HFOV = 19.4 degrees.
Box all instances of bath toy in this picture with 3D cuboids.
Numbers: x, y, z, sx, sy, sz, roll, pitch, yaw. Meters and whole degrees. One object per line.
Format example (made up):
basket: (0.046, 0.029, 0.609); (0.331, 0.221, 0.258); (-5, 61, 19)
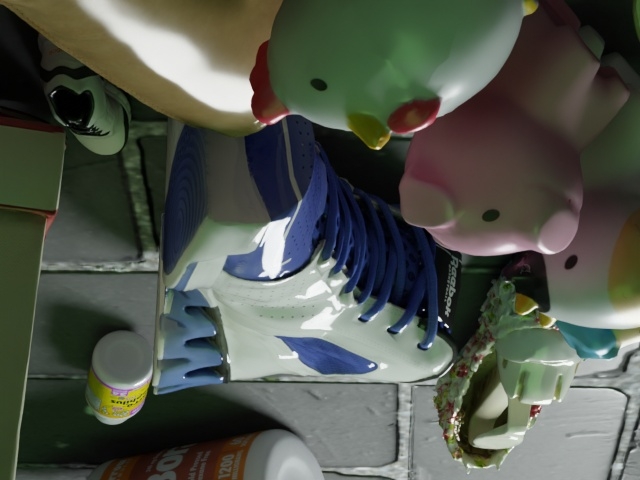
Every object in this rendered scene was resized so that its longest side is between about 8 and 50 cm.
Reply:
bath toy: (0.088, -0.044, 0.887); (0.129, 0.151, 0.348); (-37, 145, 14)

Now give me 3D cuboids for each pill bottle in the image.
pill bottle: (-0.111, 0.220, 1.440); (0.216, 0.121, 0.121); (-13, 147, 24)
pill bottle: (-0.141, 0.098, 1.304); (0.043, 0.043, 0.083); (7, 151, -9)

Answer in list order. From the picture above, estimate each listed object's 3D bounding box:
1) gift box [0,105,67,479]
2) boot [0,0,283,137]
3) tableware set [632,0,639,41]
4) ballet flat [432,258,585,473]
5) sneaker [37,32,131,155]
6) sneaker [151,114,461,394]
gift box: (-0.279, 0.039, 1.006); (0.255, 0.258, 0.276); (9, 170, -17)
boot: (-0.055, -0.172, 0.764); (0.236, 0.089, 0.269); (-51, 150, 12)
tableware set: (0.239, -0.128, 0.867); (0.194, 0.039, 0.128); (-11, 119, 7)
ballet flat: (0.135, 0.085, 1.233); (0.091, 0.077, 0.241); (7, 150, -7)
sneaker: (-0.129, -0.071, 1.004); (0.040, 0.043, 0.109); (-6, 152, 9)
sneaker: (0.000, 0.001, 1.063); (0.182, 0.127, 0.315); (1, 158, -7)
